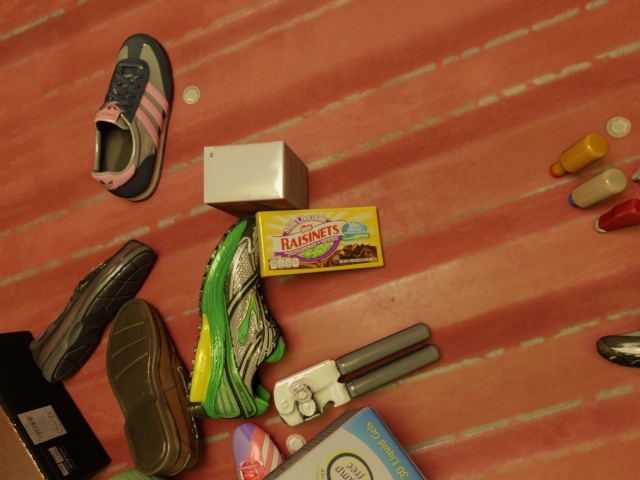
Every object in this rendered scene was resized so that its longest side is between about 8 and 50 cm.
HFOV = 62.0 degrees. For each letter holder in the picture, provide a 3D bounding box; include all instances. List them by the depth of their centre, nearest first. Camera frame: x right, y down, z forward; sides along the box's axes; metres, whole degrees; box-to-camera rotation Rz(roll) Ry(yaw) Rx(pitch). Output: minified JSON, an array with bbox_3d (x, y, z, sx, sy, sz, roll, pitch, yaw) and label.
[{"bbox_3d":[-0.566,0.347,0.935,0.214,0.152,0.302,-40,79,7],"label":"letter holder"}]

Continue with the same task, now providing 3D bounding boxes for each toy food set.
[{"bbox_3d":[0.476,-0.070,0.817,0.232,0.104,0.111,17,74,-5],"label":"toy food set"}]

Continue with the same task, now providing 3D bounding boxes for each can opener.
[{"bbox_3d":[0.054,0.214,0.867,0.280,0.093,0.074,-24,82,-1],"label":"can opener"}]

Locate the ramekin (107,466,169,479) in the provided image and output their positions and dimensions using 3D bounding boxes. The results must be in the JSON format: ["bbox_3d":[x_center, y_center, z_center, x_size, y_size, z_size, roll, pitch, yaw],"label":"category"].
[{"bbox_3d":[-0.309,0.496,0.800,0.148,0.303,0.303,33,91,19],"label":"ramekin"}]

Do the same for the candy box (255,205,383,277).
[{"bbox_3d":[0.000,0.000,0.875,0.206,0.027,0.105,-4,81,-18],"label":"candy box"}]

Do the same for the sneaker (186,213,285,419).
[{"bbox_3d":[-0.124,0.127,0.895,0.146,0.134,0.343,7,91,0],"label":"sneaker"}]

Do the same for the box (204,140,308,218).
[{"bbox_3d":[-0.100,-0.093,0.876,0.130,0.170,0.091,-2,84,12],"label":"box"}]

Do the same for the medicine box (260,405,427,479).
[{"bbox_3d":[0.023,0.426,0.738,0.289,0.149,0.263,-33,78,-20],"label":"medicine box"}]

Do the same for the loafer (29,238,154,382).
[{"bbox_3d":[-0.420,0.112,0.955,0.095,0.109,0.302,38,95,16],"label":"loafer"}]

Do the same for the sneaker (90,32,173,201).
[{"bbox_3d":[-0.343,-0.236,0.958,0.112,0.131,0.318,-1,84,11],"label":"sneaker"}]

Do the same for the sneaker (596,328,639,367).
[{"bbox_3d":[0.538,0.121,0.778,0.272,0.100,0.108,-15,68,6],"label":"sneaker"}]

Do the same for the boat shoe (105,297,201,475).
[{"bbox_3d":[-0.284,0.248,0.915,0.111,0.104,0.307,-29,60,16],"label":"boat shoe"}]

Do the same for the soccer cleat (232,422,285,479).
[{"bbox_3d":[-0.092,0.415,0.841,0.083,0.095,0.248,-26,76,24],"label":"soccer cleat"}]
